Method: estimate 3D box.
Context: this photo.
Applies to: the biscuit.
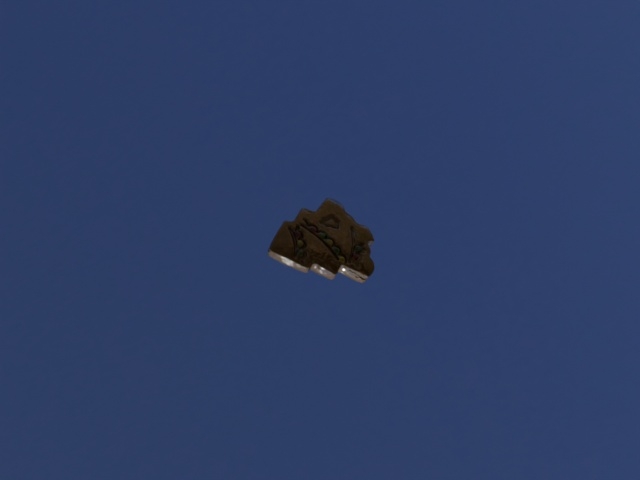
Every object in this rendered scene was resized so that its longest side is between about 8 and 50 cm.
[{"bbox_3d":[0.000,0.000,1.344,0.092,0.016,0.082,-4,-126,-28],"label":"biscuit"}]
